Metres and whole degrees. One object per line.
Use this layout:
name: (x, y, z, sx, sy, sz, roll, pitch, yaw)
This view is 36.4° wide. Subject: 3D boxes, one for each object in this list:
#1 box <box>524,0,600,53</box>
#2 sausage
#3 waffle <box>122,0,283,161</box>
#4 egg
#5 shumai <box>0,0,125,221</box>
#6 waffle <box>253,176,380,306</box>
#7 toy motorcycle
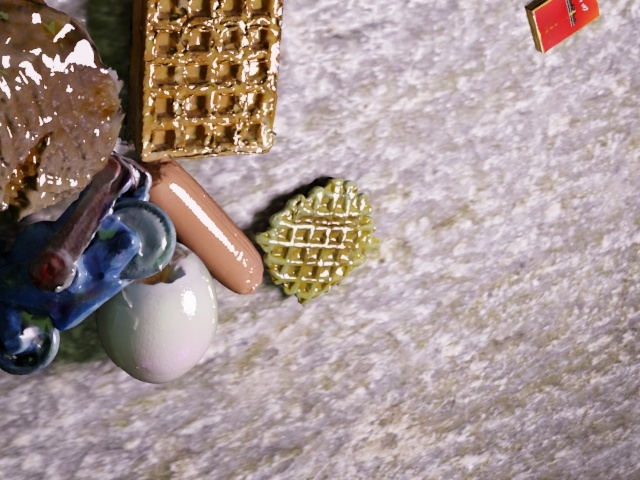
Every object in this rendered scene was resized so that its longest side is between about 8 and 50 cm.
box: (0.417, -0.393, 1.672, 0.133, 0.023, 0.090, -33, 130, -11)
sausage: (-0.179, -0.019, 1.480, 0.086, 0.086, 0.289, -41, 129, -5)
waffle: (-0.161, -0.266, 1.352, 0.213, 0.091, 0.308, -8, 119, -27)
egg: (-0.242, 0.118, 1.458, 0.183, 0.183, 0.217, -20, 126, -21)
shumai: (-0.398, -0.203, 1.119, 0.217, 0.283, 0.346, -46, 158, -7)
waffle: (0.000, 0.000, 1.618, 0.214, 0.054, 0.208, -40, 126, -13)
toy motorcycle: (-0.362, 0.009, 1.329, 0.319, 0.241, 0.182, -39, 154, 2)
